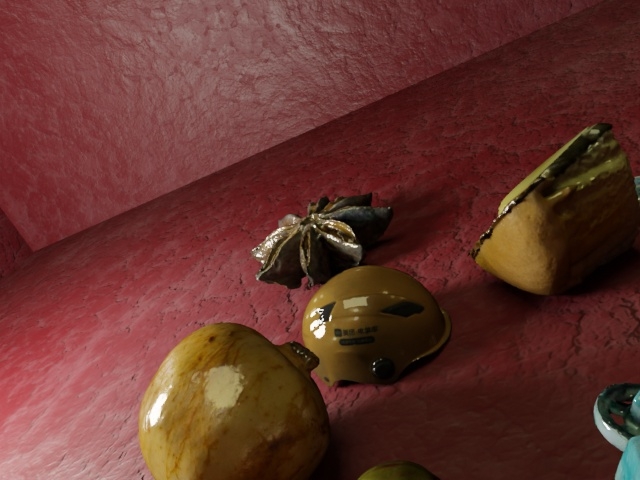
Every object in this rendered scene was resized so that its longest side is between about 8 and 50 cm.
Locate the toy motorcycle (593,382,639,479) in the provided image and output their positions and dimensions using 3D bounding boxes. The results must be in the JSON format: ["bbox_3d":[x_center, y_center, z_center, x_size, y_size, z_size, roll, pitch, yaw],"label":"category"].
[{"bbox_3d":[0.299,0.201,0.403,0.206,0.154,0.260,7,30,18],"label":"toy motorcycle"}]

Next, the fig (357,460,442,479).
[{"bbox_3d":[0.030,0.301,0.542,0.236,0.124,0.124,-40,19,10],"label":"fig"}]

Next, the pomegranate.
[{"bbox_3d":[-0.099,0.213,0.726,0.248,0.248,0.248,-24,21,10],"label":"pomegranate"}]

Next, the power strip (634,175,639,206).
[{"bbox_3d":[0.486,-0.068,0.921,0.192,0.035,0.081,-12,24,34],"label":"power strip"}]

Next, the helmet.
[{"bbox_3d":[0.068,0.111,0.886,0.224,0.130,0.198,-18,26,20],"label":"helmet"}]

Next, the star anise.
[{"bbox_3d":[0.002,-0.001,1.245,0.331,0.118,0.332,-18,30,11],"label":"star anise"}]

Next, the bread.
[{"bbox_3d":[0.322,-0.014,0.829,0.204,0.163,0.262,-32,-21,-7],"label":"bread"}]
